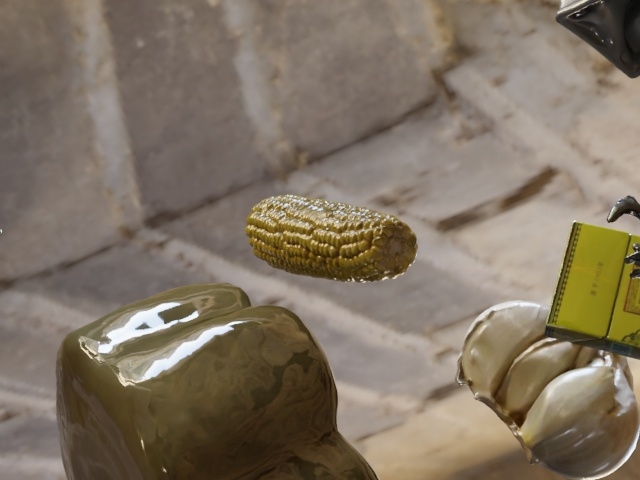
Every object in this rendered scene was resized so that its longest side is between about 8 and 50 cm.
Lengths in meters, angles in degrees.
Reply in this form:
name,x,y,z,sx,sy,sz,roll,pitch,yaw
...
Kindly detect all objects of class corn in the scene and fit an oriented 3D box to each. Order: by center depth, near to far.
name,x,y,z,sx,sy,sz,roll,pitch,yaw
corn,0.000,0.000,1.902,0.310,0.101,0.101,15,-39,58

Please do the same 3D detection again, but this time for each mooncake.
name,x,y,z,sx,sy,sz,roll,pitch,yaw
mooncake,-0.128,0.287,1.844,0.467,0.262,0.467,43,-36,42

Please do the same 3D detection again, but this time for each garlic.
name,x,y,z,sx,sy,sz,roll,pitch,yaw
garlic,0.349,0.209,2.243,0.185,0.203,0.281,23,22,-50

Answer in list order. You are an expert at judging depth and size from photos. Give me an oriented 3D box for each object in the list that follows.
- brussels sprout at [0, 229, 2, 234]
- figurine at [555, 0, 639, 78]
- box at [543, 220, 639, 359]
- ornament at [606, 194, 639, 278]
name,x,y,z,sx,sy,sz,roll,pitch,yaw
brussels sprout,-0.406,-0.016,1.777,0.085,0.085,0.058,-87,171,-53
figurine,0.282,-0.324,1.405,0.167,0.342,0.284,15,55,-18
box,0.419,0.078,1.870,0.041,0.279,0.153,88,18,-60
ornament,0.415,-0.015,1.632,0.236,0.080,0.202,28,76,-18
